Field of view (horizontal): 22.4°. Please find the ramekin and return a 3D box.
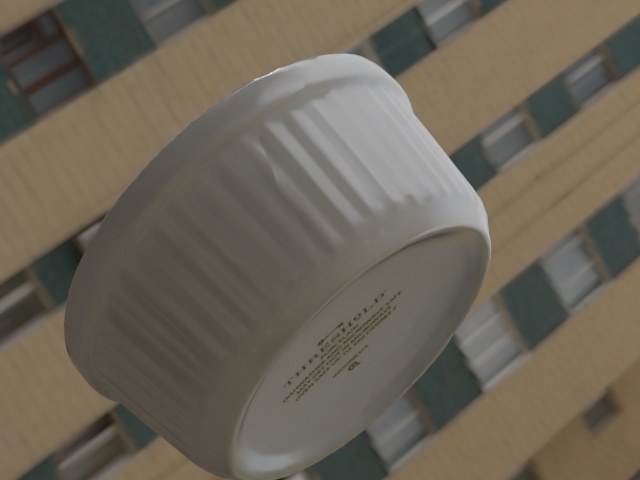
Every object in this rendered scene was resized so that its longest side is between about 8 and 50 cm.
[{"bbox_3d":[-0.014,0.030,0.993,0.127,0.273,0.273,45,-30,24],"label":"ramekin"}]
